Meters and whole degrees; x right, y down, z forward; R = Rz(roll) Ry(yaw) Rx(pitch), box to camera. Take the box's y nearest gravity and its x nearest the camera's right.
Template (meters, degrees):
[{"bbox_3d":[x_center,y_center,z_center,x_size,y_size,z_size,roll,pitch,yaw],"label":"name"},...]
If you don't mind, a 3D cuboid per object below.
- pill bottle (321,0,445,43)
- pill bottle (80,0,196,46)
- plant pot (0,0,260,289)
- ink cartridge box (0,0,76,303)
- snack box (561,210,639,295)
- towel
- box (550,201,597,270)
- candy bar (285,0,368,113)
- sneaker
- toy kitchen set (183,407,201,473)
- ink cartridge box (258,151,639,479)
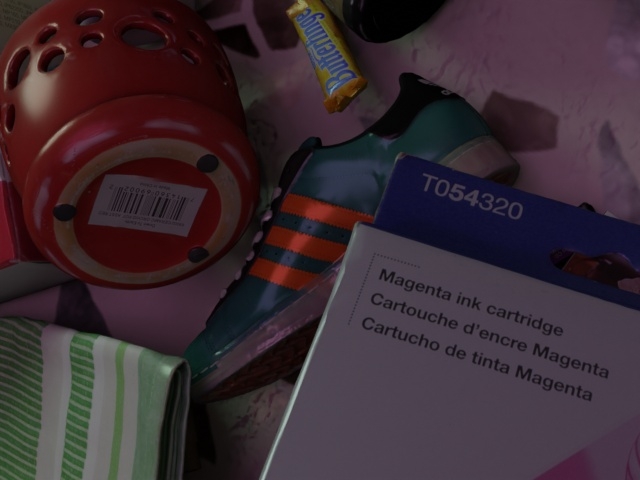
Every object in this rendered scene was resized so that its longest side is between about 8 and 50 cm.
[{"bbox_3d":[0.005,-0.262,0.785,0.123,0.122,0.219,-49,67,15],"label":"pill bottle"},{"bbox_3d":[-0.176,-0.269,0.884,0.103,0.103,0.184,-21,77,23],"label":"pill bottle"},{"bbox_3d":[-0.145,-0.068,0.776,0.191,0.191,0.174,-40,43,18],"label":"plant pot"},{"bbox_3d":[-0.338,-0.094,0.935,0.226,0.131,0.306,-16,77,25],"label":"ink cartridge box"},{"bbox_3d":[0.243,0.057,0.673,0.178,0.022,0.064,37,79,15],"label":"snack box"},{"bbox_3d":[-0.219,0.194,0.839,0.324,0.038,0.248,6,91,48],"label":"towel"},{"bbox_3d":[0.183,0.072,0.723,0.116,0.029,0.162,-36,73,19],"label":"box"},{"bbox_3d":[0.004,-0.151,0.799,0.040,0.018,0.161,-37,39,16],"label":"candy bar"},{"bbox_3d":[0.000,0.000,0.781,0.302,0.108,0.121,-40,69,9],"label":"sneaker"},{"bbox_3d":[-0.153,0.158,0.853,0.068,0.075,0.083,-21,73,24],"label":"toy kitchen set"},{"bbox_3d":[0.148,0.109,0.584,0.324,0.071,0.330,17,64,8],"label":"ink cartridge box"}]
